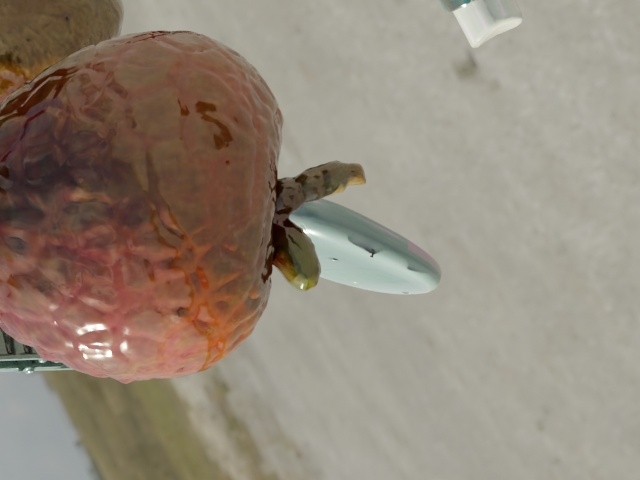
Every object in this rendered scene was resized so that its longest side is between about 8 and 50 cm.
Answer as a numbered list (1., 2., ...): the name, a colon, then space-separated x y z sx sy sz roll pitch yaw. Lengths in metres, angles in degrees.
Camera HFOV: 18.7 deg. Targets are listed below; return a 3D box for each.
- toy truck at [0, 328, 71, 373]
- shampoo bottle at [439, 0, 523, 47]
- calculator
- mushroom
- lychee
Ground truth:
1. toy truck: -0.287 0.022 1.576 0.338 0.133 0.184 -3 -102 -52
2. shampoo bottle: 0.067 -0.212 1.207 0.192 0.074 0.074 62 175 -6
3. calculator: 0.000 0.000 2.028 0.299 0.041 0.185 25 162 -40
4. mushroom: -0.346 -0.195 1.922 0.195 0.283 0.263 45 -158 -17
5. lychee: -0.120 -0.027 1.396 0.255 0.300 0.255 -174 90 -66
